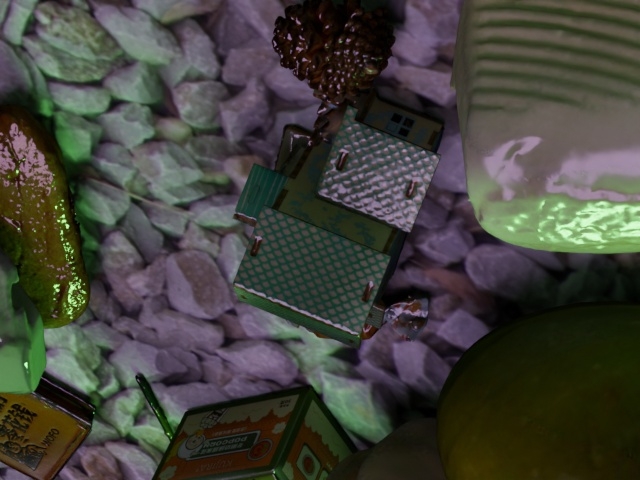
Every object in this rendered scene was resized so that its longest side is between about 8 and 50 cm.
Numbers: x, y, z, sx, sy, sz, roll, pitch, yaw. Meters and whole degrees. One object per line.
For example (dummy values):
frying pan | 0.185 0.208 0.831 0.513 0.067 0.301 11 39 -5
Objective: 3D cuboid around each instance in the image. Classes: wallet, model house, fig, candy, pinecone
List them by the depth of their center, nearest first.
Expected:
pinecone | 0.008 -0.179 1.520 0.109 0.102 0.102 6 132 19
model house | 0.000 0.000 1.611 0.178 0.206 0.271 23 136 2
fig | 0.281 0.185 1.621 0.316 0.316 0.316 12 134 13
candy | 0.032 0.083 1.787 0.182 0.046 0.053 -1 128 27
wallet | -0.384 0.232 2.111 0.161 0.042 0.195 32 135 -7

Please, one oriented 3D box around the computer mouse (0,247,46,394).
computer mouse | -0.475 0.018 1.825 0.429 0.145 0.228 50 150 3

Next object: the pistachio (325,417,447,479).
pistachio | 0.187 0.392 1.789 0.445 0.365 0.281 52 133 11

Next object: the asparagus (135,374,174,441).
asparagus | -0.192 0.226 2.041 0.013 0.016 0.166 -24 122 -1

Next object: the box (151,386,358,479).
box | -0.067 0.296 1.954 0.195 0.148 0.177 -13 125 33

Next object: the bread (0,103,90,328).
bread | -0.320 -0.040 1.806 0.124 0.084 0.344 2 131 9

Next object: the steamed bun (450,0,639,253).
steamed bun | 0.263 -0.095 1.409 0.290 0.273 0.272 3 147 27
